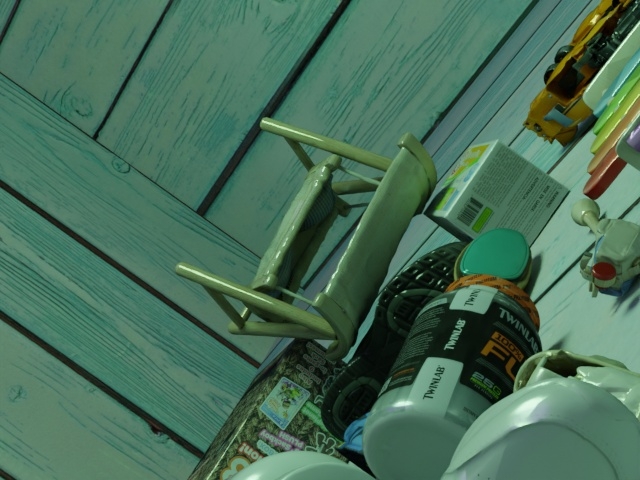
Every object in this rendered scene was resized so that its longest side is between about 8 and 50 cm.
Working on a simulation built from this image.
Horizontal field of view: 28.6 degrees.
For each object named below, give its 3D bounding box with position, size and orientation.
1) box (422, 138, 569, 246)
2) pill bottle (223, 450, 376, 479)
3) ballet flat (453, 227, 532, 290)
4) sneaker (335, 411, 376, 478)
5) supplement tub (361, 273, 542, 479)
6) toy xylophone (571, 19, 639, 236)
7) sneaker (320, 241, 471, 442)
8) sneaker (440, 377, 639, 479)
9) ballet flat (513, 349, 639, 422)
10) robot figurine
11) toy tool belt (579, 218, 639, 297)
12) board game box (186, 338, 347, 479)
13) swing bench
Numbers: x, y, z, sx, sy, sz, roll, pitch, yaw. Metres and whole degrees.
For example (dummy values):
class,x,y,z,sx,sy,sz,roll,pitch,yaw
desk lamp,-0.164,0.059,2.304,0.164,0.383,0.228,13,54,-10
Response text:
class,x,y,z,sx,sy,sz,roll,pitch,yaw
box,0.208,-0.047,1.534,0.114,0.103,0.203,-55,3,-1
pill bottle,-0.032,0.277,1.114,0.169,0.169,0.301,-56,4,-24
ballet flat,0.169,0.064,1.299,0.232,0.080,0.073,-55,-27,-59
sneaker,0.070,0.202,1.293,0.082,0.069,0.209,-51,3,-9
supplement tub,0.117,0.120,1.047,0.117,0.117,0.190,-51,5,44
toy xylophone,0.294,-0.105,1.127,0.236,0.081,0.323,-54,3,7
sneaker,0.100,0.111,1.516,0.286,0.109,0.130,-52,0,17
sneaker,0.079,0.214,0.656,0.305,0.114,0.152,-64,-8,21
ballet flat,0.168,0.108,0.764,0.086,0.086,0.248,-54,4,-1
robot figurine,0.364,-0.247,1.546,0.211,0.085,0.291,-57,4,-35
toy tool belt,0.236,0.024,1.016,0.083,0.052,0.051,-53,-30,-44
board game box,-0.074,0.302,1.660,0.291,0.141,0.232,-56,4,-30
swing bench,0.000,0.000,1.590,0.254,0.165,0.253,12,62,38
